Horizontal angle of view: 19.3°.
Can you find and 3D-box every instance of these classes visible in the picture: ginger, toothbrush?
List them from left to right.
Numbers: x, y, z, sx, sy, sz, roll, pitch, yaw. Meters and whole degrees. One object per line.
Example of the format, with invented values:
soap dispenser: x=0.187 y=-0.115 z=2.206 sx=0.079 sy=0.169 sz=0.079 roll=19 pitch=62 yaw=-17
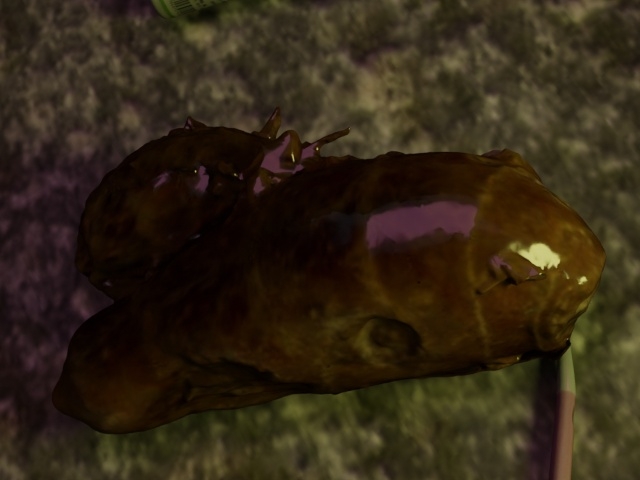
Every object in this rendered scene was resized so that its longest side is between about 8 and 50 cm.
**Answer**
ginger: x=0.000 y=0.000 z=1.369 sx=0.418 sy=0.176 sz=0.254 roll=-10 pitch=61 yaw=23
toothbrush: x=0.172 y=0.128 z=1.315 sx=0.025 sy=0.020 sz=0.286 roll=2 pitch=56 yaw=13

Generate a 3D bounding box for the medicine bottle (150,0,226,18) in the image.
medicine bottle: x=-0.064 y=-0.258 z=1.633 sx=0.183 sy=0.086 sz=0.086 roll=-16 pitch=52 yaw=8
